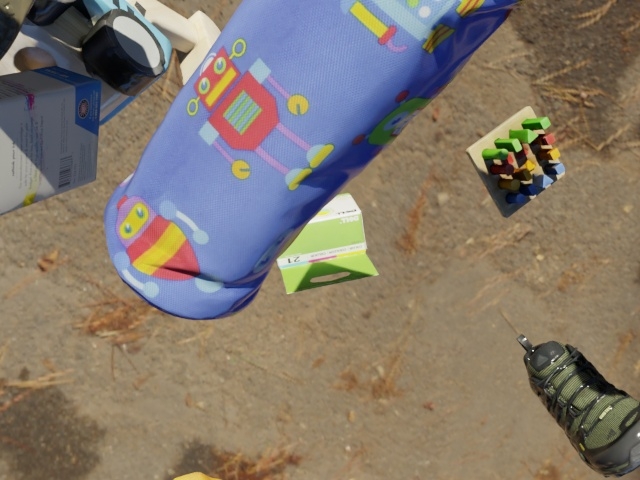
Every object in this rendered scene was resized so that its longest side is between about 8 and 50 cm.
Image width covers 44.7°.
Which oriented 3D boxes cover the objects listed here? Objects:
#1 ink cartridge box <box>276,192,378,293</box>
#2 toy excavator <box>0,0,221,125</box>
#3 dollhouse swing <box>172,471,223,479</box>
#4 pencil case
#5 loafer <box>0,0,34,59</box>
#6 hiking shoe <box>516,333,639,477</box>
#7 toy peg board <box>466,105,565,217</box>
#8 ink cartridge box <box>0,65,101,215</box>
[{"bbox_3d":[0.000,0.000,1.567,0.189,0.255,0.097,-11,111,-6],"label":"ink cartridge box"},{"bbox_3d":[-0.322,-0.326,1.196,0.222,0.445,0.433,-32,127,27],"label":"toy excavator"},{"bbox_3d":[-0.218,0.376,0.861,0.347,0.315,0.305,-13,98,-12],"label":"dollhouse swing"},{"bbox_3d":[-0.010,-0.080,0.460,0.306,0.119,0.133,-47,161,29],"label":"pencil case"},{"bbox_3d":[-0.208,-0.151,0.486,0.056,0.050,0.148,40,78,-25],"label":"loafer"},{"bbox_3d":[0.266,0.166,0.818,0.114,0.227,0.086,44,89,-8],"label":"hiking shoe"},{"bbox_3d":[0.395,-0.150,1.500,0.161,0.079,0.160,-36,105,-11],"label":"toy peg board"},{"bbox_3d":[-0.354,-0.108,0.868,0.231,0.078,0.134,-34,141,-57],"label":"ink cartridge box"}]
